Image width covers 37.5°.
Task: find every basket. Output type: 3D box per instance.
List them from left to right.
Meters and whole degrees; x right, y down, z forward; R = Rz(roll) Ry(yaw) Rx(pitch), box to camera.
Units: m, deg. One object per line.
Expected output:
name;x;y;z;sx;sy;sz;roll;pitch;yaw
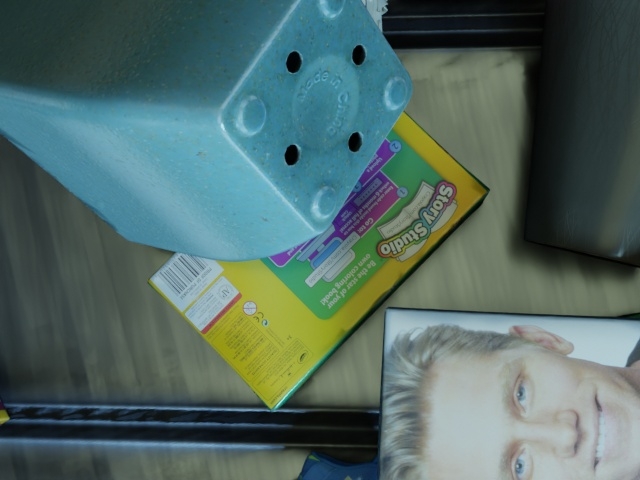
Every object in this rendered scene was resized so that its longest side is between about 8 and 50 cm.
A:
basket;0.265;-0.095;0.821;0.204;0.154;0.227;16;93;41

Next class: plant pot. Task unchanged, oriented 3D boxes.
plant pot;-0.081;-0.128;0.739;0.252;0.247;0.248;19;71;42

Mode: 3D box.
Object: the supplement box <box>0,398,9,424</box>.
supplement box;-0.385;0.107;0.885;0.081;0.104;0.188;-28;82;3

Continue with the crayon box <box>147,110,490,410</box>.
crayon box;0.000;0.000;0.870;0.278;0.081;0.165;-45;83;0

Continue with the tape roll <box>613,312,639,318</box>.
tape roll;0.309;0.221;0.823;0.321;0.077;0.321;0;85;6

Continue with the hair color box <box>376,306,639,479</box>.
hair color box;0.221;0.147;0.748;0.347;0.105;0.174;2;84;6

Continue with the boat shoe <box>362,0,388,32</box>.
boat shoe;0.048;-0.228;0.915;0.035;0.035;0.100;2;80;-22

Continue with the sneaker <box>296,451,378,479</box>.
sneaker;0.073;0.262;0.834;0.240;0.091;0.126;20;86;8
